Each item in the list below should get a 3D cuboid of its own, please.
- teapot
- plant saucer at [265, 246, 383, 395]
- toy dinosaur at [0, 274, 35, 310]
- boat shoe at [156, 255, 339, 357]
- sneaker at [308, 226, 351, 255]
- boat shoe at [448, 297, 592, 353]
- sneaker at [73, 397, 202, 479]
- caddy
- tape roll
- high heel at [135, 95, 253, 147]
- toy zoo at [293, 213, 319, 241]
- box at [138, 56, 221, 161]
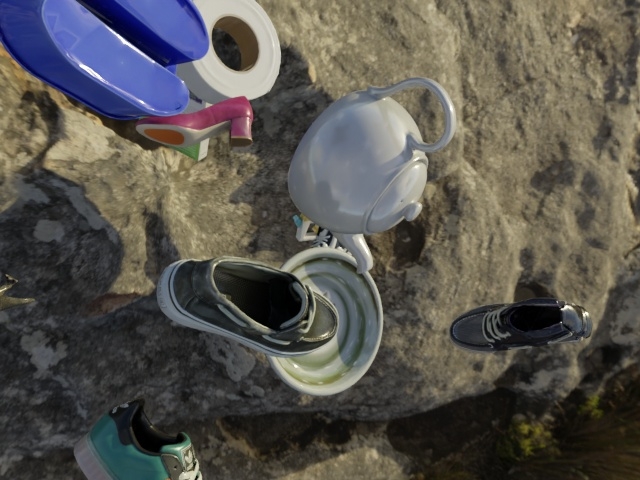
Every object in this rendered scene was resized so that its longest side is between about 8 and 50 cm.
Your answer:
[{"bbox_3d":[0.086,-0.104,0.754,0.187,0.256,0.252,41,84,21],"label":"teapot"},{"bbox_3d":[-0.005,0.222,1.314,0.400,0.100,0.401,5,81,-32],"label":"plant saucer"},{"bbox_3d":[-0.884,0.144,1.185,0.121,0.313,0.160,36,89,12],"label":"toy dinosaur"},{"bbox_3d":[-0.064,0.103,0.675,0.335,0.119,0.121,21,65,-47],"label":"boat shoe"},{"bbox_3d":[0.000,0.000,1.546,0.234,0.094,0.153,-16,102,-25],"label":"sneaker"},{"bbox_3d":[0.432,0.193,1.108,0.158,0.340,0.127,21,60,-43],"label":"boat shoe"},{"bbox_3d":[-0.220,0.369,0.696,0.121,0.108,0.302,-45,87,-7],"label":"sneaker"},{"bbox_3d":[-0.358,-0.349,0.790,0.341,0.179,0.242,29,78,-56],"label":"caddy"},{"bbox_3d":[-0.246,-0.504,1.241,0.286,0.100,0.287,-1,92,-40],"label":"tape roll"},{"bbox_3d":[-0.264,-0.267,1.001,0.243,0.082,0.117,-2,71,-16],"label":"high heel"},{"bbox_3d":[0.028,-0.086,1.697,0.293,0.030,0.192,-7,135,-38],"label":"toy zoo"},{"bbox_3d":[-0.430,-0.427,1.404,0.232,0.058,0.322,27,126,9],"label":"box"}]
